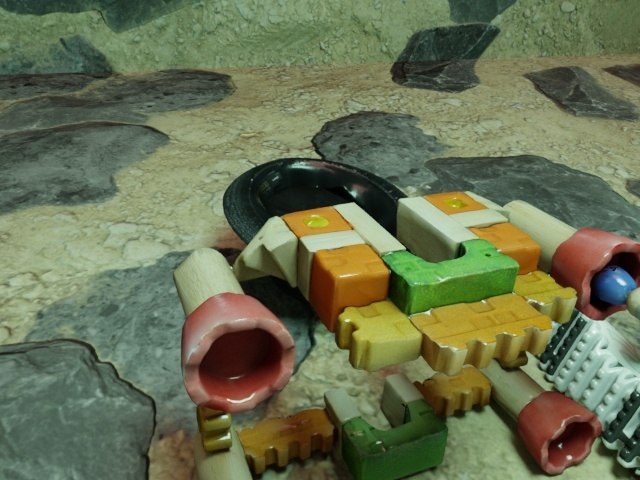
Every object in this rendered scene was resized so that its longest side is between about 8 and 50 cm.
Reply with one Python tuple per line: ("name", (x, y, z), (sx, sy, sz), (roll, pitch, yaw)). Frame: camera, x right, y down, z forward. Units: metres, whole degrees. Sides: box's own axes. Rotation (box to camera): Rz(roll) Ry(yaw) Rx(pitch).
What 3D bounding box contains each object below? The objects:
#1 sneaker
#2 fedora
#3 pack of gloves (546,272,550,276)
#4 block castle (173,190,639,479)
("sneaker", (0.380, 0.176, 0.728), (0.118, 0.110, 0.292), (14, 28, -18))
("fedora", (0.000, 0.000, 0.900), (0.334, 0.152, 0.334), (4, 35, -3))
("pack of gloves", (0.304, 0.062, 0.904), (0.195, 0.046, 0.232), (-24, 15, -35))
("block castle", (0.094, 0.137, 0.557), (0.453, 0.303, 0.213), (-9, 28, -20))
